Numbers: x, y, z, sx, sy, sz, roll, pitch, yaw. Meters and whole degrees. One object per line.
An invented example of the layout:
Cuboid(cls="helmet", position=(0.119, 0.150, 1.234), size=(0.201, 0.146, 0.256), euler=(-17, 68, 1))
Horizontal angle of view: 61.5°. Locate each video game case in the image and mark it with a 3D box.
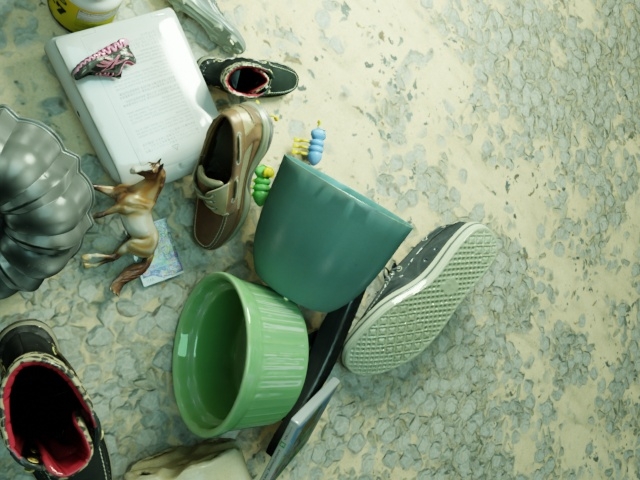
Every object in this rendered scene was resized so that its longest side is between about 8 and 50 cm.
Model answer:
Cuboid(cls="video game case", position=(-0.339, 0.023, 1.100), size=(0.087, 0.011, 0.122), euler=(-21, 101, -29))
Cuboid(cls="video game case", position=(-0.043, 0.408, 1.147), size=(0.212, 0.023, 0.193), euler=(-21, 140, -64))

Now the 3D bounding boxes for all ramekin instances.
Cuboid(cls="ramekin", position=(-0.157, 0.221, 1.049), size=(0.148, 0.303, 0.304), euler=(12, 84, -37))

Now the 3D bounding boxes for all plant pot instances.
Cuboid(cls="plant pot", position=(0.000, 0.000, 1.083), size=(0.293, 0.293, 0.235), euler=(25, 101, -28))
Cuboid(cls="plant pot", position=(-0.234, 0.558, 1.012), size=(0.333, 0.334, 0.306), euler=(-9, 83, -30))

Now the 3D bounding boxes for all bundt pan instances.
Cuboid(cls="bundt pan", position=(-0.532, -0.042, 0.836), size=(0.330, 0.124, 0.331), euler=(-7, 120, -12))

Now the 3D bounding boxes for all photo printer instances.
Cuboid(cls="photo printer", position=(-0.338, -0.264, 1.046), size=(0.256, 0.107, 0.308), euler=(-30, 105, -27))

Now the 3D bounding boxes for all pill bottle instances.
Cuboid(cls="pill bottle", position=(-0.409, -0.447, 0.945), size=(0.119, 0.208, 0.119), euler=(0, 89, -31))

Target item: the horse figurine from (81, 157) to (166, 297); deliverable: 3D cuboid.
Cuboid(cls="horse figurine", position=(-0.368, -0.025, 1.011), size=(0.174, 0.066, 0.263), euler=(-14, 124, -23))

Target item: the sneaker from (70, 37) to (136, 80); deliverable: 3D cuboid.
Cuboid(cls="sneaker", position=(-0.374, -0.304, 0.939), size=(0.119, 0.047, 0.057), euler=(-40, 121, -23))

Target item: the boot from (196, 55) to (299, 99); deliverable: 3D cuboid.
Cuboid(cls="boot", position=(-0.125, -0.332, 1.122), size=(0.236, 0.178, 0.085), euler=(-2, 112, -30))

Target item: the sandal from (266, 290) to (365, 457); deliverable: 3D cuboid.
Cuboid(cls="sandal", position=(-0.026, 0.264, 1.220), size=(0.107, 0.167, 0.446), euler=(24, 80, 15))

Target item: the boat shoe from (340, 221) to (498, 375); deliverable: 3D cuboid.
Cuboid(cls="boat shoe", position=(0.236, 0.139, 1.363), size=(0.500, 0.156, 0.187), euler=(-45, 117, -10))

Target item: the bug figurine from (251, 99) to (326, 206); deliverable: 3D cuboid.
Cuboid(cls="bug figurine", position=(-0.078, -0.176, 1.176), size=(0.279, 0.072, 0.216), euler=(4, 95, -50))

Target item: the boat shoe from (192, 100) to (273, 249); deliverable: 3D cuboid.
Cuboid(cls="boat shoe", position=(-0.201, -0.119, 1.050), size=(0.116, 0.123, 0.324), euler=(-24, 141, -55))

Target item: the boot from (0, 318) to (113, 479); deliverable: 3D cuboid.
Cuboid(cls="boot", position=(-0.430, 0.322, 0.888), size=(0.138, 0.284, 0.378), euler=(-19, 98, -29))

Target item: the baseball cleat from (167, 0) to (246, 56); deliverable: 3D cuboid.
Cuboid(cls="baseball cleat", position=(-0.228, -0.489, 1.133), size=(0.206, 0.072, 0.109), euler=(36, 63, -31))
